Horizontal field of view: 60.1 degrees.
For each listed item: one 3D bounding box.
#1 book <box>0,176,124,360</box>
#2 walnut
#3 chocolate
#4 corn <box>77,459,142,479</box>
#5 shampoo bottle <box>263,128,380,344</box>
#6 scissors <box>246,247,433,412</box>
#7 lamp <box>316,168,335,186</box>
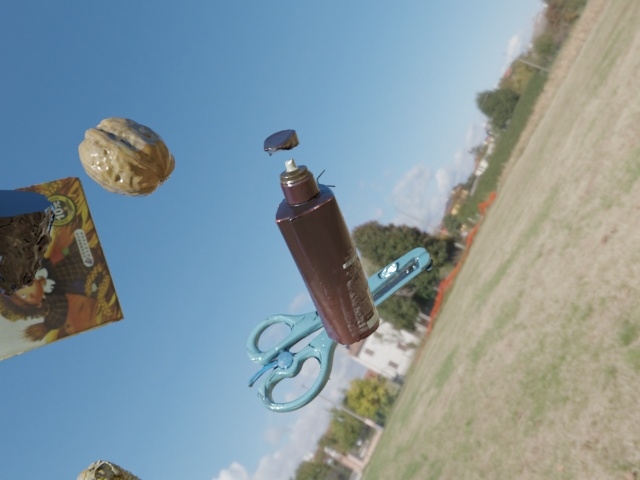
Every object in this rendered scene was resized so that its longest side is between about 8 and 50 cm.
[{"bbox_3d":[-0.615,0.074,1.004,0.428,0.300,0.039,-18,-2,-22],"label":"book"},{"bbox_3d":[-0.497,-0.212,1.414,0.198,0.245,0.198,-57,-5,-8],"label":"walnut"},{"bbox_3d":[-0.434,0.011,0.747,0.156,0.156,0.133,-34,-48,-65],"label":"chocolate"},{"bbox_3d":[-0.358,0.537,1.098,0.106,0.293,0.106,-31,27,18],"label":"corn"},{"bbox_3d":[-0.002,0.001,0.567,0.068,0.067,0.236,-122,10,-66],"label":"shampoo bottle"},{"bbox_3d":[0.030,0.138,0.953,0.393,0.180,0.032,-36,-34,3],"label":"scissors"},{"bbox_3d":[-0.032,-0.113,1.161,0.054,0.121,0.041,-23,-84,-47],"label":"lamp"}]
